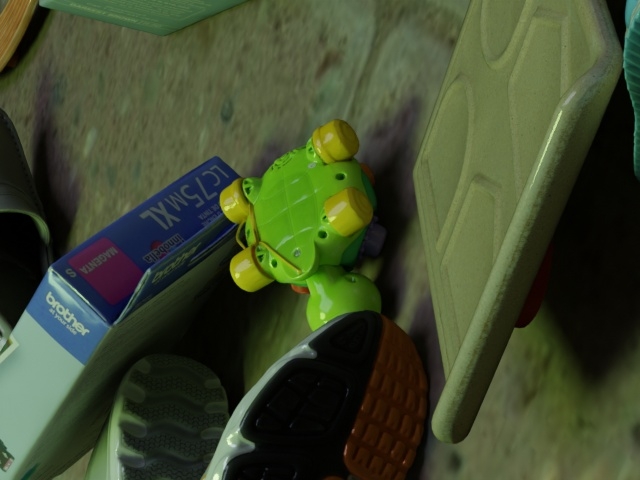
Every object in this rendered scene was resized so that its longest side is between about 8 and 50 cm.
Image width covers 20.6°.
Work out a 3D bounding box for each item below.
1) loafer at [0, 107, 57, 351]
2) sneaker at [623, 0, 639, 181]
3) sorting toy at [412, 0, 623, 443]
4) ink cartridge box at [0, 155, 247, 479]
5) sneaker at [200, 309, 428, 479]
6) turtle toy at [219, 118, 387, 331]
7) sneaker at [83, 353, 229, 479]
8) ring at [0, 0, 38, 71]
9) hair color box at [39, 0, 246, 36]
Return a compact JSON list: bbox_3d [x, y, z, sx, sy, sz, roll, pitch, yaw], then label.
[{"bbox_3d":[-0.272,-0.002,1.504,0.111,0.112,0.319,-46,48,39],"label":"loafer"},{"bbox_3d":[0.151,-0.093,0.643,0.229,0.087,0.092,82,-169,-72],"label":"sneaker"},{"bbox_3d":[0.102,-0.088,0.784,0.229,0.041,0.307,-89,13,-50],"label":"sorting toy"},{"bbox_3d":[-0.142,0.061,1.148,0.186,0.065,0.311,-39,-9,-50],"label":"ink cartridge box"},{"bbox_3d":[-0.045,0.147,0.947,0.262,0.099,0.121,-57,21,-9],"label":"sneaker"},{"bbox_3d":[0.000,0.000,1.005,0.095,0.066,0.130,-30,51,26],"label":"turtle toy"},{"bbox_3d":[-0.113,0.220,1.127,0.115,0.105,0.281,132,152,-63],"label":"sneaker"},{"bbox_3d":[-0.306,-0.316,1.780,0.336,0.032,0.337,-34,49,53],"label":"ring"},{"bbox_3d":[-0.069,-0.268,1.205,0.374,0.113,0.185,-7,73,63],"label":"hair color box"}]
